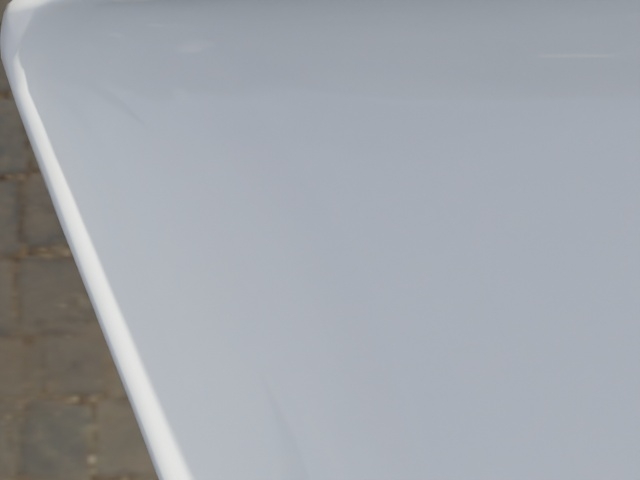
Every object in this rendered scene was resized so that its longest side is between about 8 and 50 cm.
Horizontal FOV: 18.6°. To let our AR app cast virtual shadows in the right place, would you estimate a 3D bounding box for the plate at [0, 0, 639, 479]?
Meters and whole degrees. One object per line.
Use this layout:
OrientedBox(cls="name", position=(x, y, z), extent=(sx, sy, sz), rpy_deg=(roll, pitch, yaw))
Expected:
OrientedBox(cls="plate", position=(0.111, 0.060, 0.339), extent=(0.278, 0.045, 0.277), rpy_deg=(-4, 119, 23))
